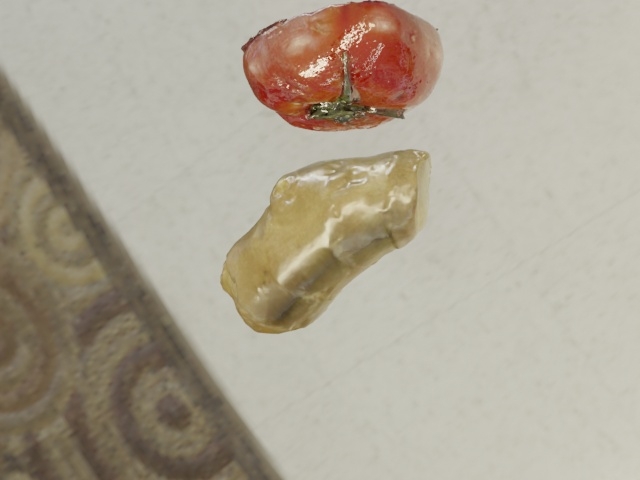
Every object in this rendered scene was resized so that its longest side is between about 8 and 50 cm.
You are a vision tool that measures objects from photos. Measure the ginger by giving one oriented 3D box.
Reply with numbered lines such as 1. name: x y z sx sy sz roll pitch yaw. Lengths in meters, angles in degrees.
1. ginger: 0.001 0.000 1.152 0.190 0.095 0.069 -45 55 33

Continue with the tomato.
1. tomato: 0.027 -0.174 1.906 0.228 0.228 0.101 -15 75 31
